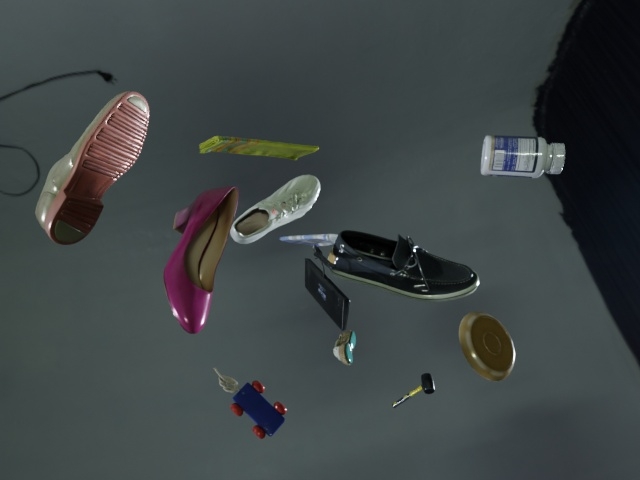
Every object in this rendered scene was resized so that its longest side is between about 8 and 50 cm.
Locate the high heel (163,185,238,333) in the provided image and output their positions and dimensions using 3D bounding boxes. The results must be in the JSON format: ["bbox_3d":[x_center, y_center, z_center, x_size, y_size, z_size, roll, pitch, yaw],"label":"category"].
[{"bbox_3d":[-0.270,0.029,1.119,0.181,0.377,0.127,-26,146,19],"label":"high heel"}]

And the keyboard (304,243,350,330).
[{"bbox_3d":[0.018,0.134,1.512,0.033,0.317,0.202,-9,115,-23],"label":"keyboard"}]

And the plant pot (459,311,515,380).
[{"bbox_3d":[0.564,0.345,1.552,0.236,0.236,0.032,2,152,-31],"label":"plant pot"}]

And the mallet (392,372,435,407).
[{"bbox_3d":[0.307,0.505,1.562,0.039,0.062,0.189,29,132,-22],"label":"mallet"}]

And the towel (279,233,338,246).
[{"bbox_3d":[0.000,0.000,1.898,0.285,0.034,0.209,-2,174,44],"label":"towel"}]

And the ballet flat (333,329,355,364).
[{"bbox_3d":[0.081,0.379,1.623,0.067,0.073,0.206,-15,-172,13],"label":"ballet flat"}]

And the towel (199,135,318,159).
[{"bbox_3d":[-0.128,-0.194,0.991,0.237,0.021,0.102,-2,-179,-35],"label":"towel"}]

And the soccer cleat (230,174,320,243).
[{"bbox_3d":[-0.079,-0.058,0.863,0.196,0.068,0.076,-36,177,-9],"label":"soccer cleat"}]

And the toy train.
[{"bbox_3d":[-0.213,0.465,1.358,0.105,0.248,0.143,-44,165,-24],"label":"toy train"}]

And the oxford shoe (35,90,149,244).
[{"bbox_3d":[-0.556,-0.192,1.104,0.397,0.146,0.140,-58,154,-3],"label":"oxford shoe"}]

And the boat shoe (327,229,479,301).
[{"bbox_3d":[0.270,0.074,1.531,0.500,0.187,0.156,12,124,10],"label":"boat shoe"}]

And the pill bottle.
[{"bbox_3d":[0.463,-0.193,1.075,0.169,0.094,0.094,6,155,13],"label":"pill bottle"}]
